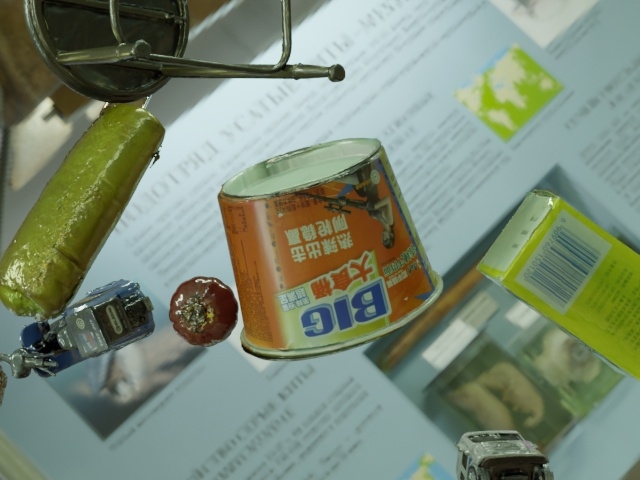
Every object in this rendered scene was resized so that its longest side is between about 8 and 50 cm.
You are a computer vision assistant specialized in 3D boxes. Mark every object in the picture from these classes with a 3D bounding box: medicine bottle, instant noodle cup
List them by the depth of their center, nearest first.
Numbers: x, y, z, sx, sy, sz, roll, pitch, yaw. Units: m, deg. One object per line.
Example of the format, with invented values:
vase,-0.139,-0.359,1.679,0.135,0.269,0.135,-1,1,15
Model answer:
medicine bottle,0.344,0.059,1.414,0.141,0.250,0.137,-54,6,-2
instant noodle cup,0.000,0.000,1.469,0.297,0.213,0.296,-15,17,5

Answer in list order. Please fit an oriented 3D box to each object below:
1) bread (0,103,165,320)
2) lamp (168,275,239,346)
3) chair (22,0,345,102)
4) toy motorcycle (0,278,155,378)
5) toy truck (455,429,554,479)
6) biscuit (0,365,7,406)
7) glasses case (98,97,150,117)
bread,-0.378,-0.054,1.722,0.166,0.112,0.383,-2,56,58
lamp,-0.163,0.099,1.549,0.101,0.101,0.090,-48,-8,14
chair,-0.237,-0.400,1.716,0.365,0.361,0.410,-1,-4,-39
toy motorcycle,-0.459,0.174,2.063,0.359,0.125,0.213,-23,1,39
toy truck,0.249,0.407,1.638,0.155,0.125,0.267,-122,35,-68
biscuit,-0.429,0.149,1.361,0.199,0.035,0.064,86,-173,-55
glasses case,-0.334,-0.244,1.930,0.170,0.065,0.041,-79,16,-54
